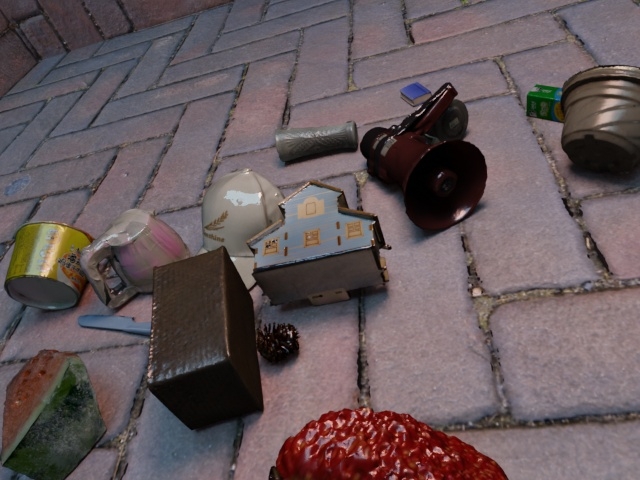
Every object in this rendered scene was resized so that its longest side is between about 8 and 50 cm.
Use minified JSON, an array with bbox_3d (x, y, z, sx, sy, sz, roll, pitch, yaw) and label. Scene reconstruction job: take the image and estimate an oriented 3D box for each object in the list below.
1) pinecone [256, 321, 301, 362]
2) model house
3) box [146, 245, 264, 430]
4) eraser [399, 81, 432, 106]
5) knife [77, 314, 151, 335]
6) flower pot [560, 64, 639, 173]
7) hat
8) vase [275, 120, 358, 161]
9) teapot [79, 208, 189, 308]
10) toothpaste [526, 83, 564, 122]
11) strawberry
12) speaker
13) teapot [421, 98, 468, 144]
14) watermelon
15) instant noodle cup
[{"bbox_3d":[-0.079,0.187,0.857,0.083,0.077,0.077,-18,40,-20],"label":"pinecone"},{"bbox_3d":[0.000,0.000,0.929,0.271,0.178,0.206,-14,50,12],"label":"model house"},{"bbox_3d":[-0.205,0.172,0.842,0.143,0.184,0.273,-17,44,0],"label":"box"},{"bbox_3d":[0.280,-0.431,1.357,0.063,0.027,0.084,-25,42,-5],"label":"eraser"},{"bbox_3d":[-0.441,0.188,1.040,0.313,0.019,0.044,0,40,23],"label":"knife"},{"bbox_3d":[0.581,-0.225,0.924,0.236,0.235,0.140,23,82,37],"label":"flower pot"},{"bbox_3d":[-0.226,-0.017,1.047,0.258,0.168,0.301,16,59,38],"label":"hat"},{"bbox_3d":[-0.007,-0.280,1.279,0.220,0.096,0.096,-6,45,13],"label":"vase"},{"bbox_3d":[-0.444,0.026,1.083,0.222,0.178,0.163,-26,43,-3],"label":"teapot"},{"bbox_3d":[0.617,-0.303,1.069,0.267,0.065,0.050,28,65,39],"label":"toothpaste"},{"bbox_3d":[0.088,0.311,0.555,0.258,0.261,0.261,-40,46,-9],"label":"strawberry"},{"bbox_3d":[0.214,-0.216,1.027,0.198,0.259,0.329,3,32,-24],"label":"speaker"},{"bbox_3d":[0.299,-0.286,1.174,0.111,0.149,0.108,3,15,-30],"label":"teapot"},{"bbox_3d":[-0.526,0.308,0.890,0.257,0.139,0.192,13,57,43],"label":"watermelon"},{"bbox_3d":[-0.661,0.067,1.125,0.205,0.205,0.152,-12,50,10],"label":"instant noodle cup"}]
